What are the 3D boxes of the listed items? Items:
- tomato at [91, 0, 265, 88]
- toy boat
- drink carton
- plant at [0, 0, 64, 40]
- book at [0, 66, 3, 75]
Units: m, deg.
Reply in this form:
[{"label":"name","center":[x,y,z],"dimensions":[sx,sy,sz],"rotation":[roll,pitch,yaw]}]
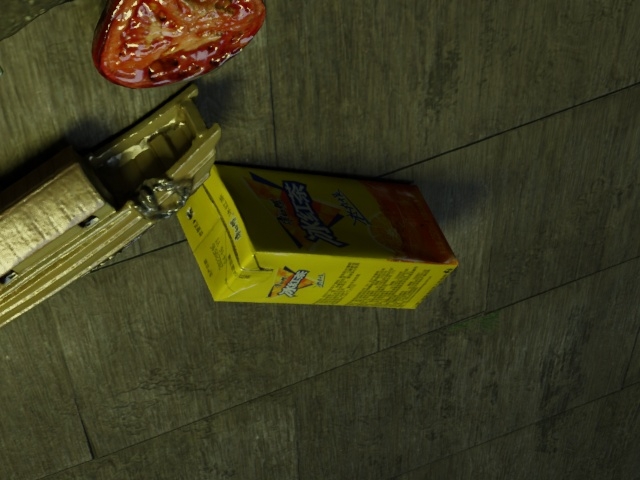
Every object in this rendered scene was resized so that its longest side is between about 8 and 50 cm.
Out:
[{"label":"tomato","center":[-0.155,-0.241,1.706],"dimensions":[0.174,0.082,0.166],"rotation":[3,135,-32]},{"label":"toy boat","center":[-0.311,-0.030,1.877],"dimensions":[0.445,0.136,0.162],"rotation":[-33,153,2]},{"label":"drink carton","center":[0.000,0.000,2.106],"dimensions":[0.351,0.154,0.111],"rotation":[5,137,-40]},{"label":"plant","center":[-0.357,-0.251,1.443],"dimensions":[0.321,0.181,0.194],"rotation":[-20,140,0]},{"label":"book","center":[-0.447,-0.173,1.570],"dimensions":[0.228,0.024,0.160],"rotation":[-29,109,6]}]
